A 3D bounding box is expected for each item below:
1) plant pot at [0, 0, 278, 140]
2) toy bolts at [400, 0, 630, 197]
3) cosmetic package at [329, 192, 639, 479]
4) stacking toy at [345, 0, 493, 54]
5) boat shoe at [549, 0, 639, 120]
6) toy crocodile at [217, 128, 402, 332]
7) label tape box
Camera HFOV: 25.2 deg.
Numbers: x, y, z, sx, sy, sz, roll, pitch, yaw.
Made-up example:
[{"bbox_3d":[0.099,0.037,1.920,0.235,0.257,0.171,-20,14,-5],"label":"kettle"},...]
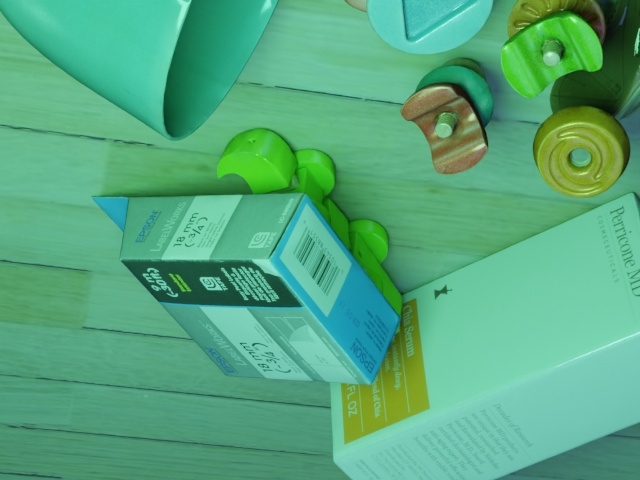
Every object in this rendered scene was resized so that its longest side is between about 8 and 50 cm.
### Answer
[{"bbox_3d":[-0.176,-0.276,1.336,0.235,0.293,0.293,27,132,7],"label":"plant pot"},{"bbox_3d":[0.217,-0.154,1.543,0.228,0.158,0.218,-19,113,23],"label":"toy bolts"},{"bbox_3d":[0.239,0.150,1.806,0.453,0.230,0.161,-26,130,19],"label":"cosmetic package"},{"bbox_3d":[0.067,-0.323,1.404,0.279,0.130,0.309,7,133,-11],"label":"stacking toy"},{"bbox_3d":[0.373,-0.231,1.546,0.098,0.109,0.302,-15,152,-49],"label":"boat shoe"},{"bbox_3d":[0.000,0.000,1.726,0.105,0.115,0.340,-20,130,24],"label":"toy crocodile"},{"bbox_3d":[-0.109,0.057,1.678,0.333,0.106,0.240,0,141,38],"label":"label tape box"}]
